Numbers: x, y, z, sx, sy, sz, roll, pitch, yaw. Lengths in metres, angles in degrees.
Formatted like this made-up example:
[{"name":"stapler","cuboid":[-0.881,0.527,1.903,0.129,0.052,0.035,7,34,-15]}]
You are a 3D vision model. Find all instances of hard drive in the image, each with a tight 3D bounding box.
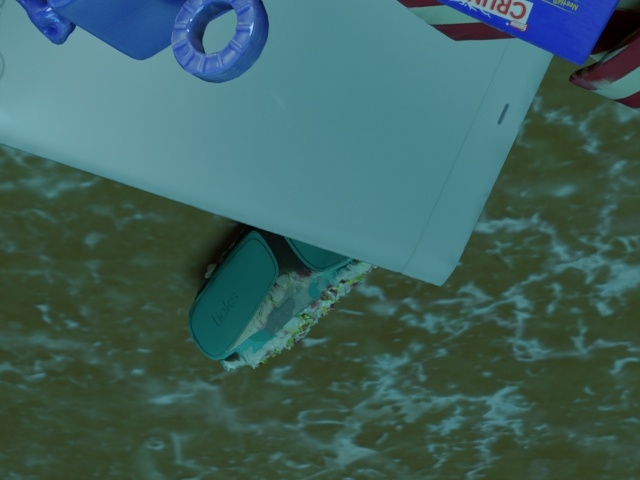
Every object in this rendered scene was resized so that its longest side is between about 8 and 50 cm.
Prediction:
[{"name":"hard drive","cuboid":[-0.029,-0.112,0.990,0.308,0.040,0.203,18,103,-26]}]

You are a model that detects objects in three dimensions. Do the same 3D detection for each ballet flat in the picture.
[{"name":"ballet flat","cuboid":[0.000,0.000,1.206,0.077,0.091,0.241,-13,160,-42]}]

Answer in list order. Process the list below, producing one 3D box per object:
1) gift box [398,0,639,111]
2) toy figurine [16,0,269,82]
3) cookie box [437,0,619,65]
[{"name":"gift box","cuboid":[0.154,-0.204,0.782,0.276,0.258,0.255,24,135,-32]},{"name":"toy figurine","cuboid":[-0.098,-0.149,0.731,0.363,0.217,0.191,-26,163,19]},{"name":"cookie box","cuboid":[0.075,-0.128,0.681,0.092,0.040,0.107,24,131,-2]}]
